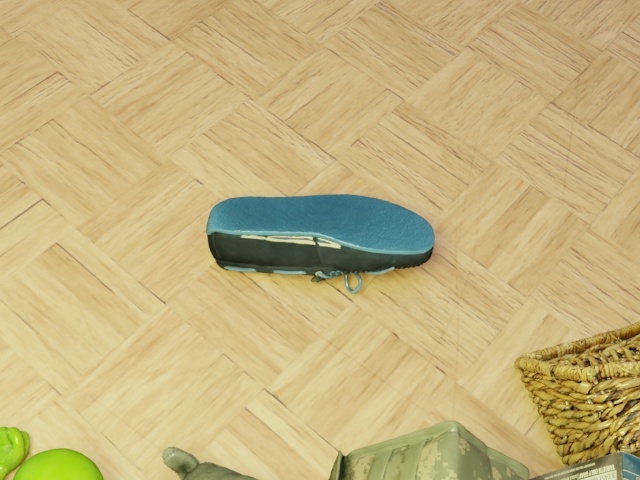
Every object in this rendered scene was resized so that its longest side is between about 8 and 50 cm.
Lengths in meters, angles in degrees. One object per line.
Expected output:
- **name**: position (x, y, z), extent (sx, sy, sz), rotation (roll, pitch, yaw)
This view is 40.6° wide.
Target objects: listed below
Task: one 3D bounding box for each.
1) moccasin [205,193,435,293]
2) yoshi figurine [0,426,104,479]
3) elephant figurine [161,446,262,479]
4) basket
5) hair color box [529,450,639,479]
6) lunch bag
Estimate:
- **moccasin**: position (0.000, 0.000, 1.327), extent (0.342, 0.117, 0.138), rotation (7, 43, 3)
- **yoshi figurine**: position (-0.403, 0.288, 1.029), extent (0.362, 0.203, 0.203), rotation (22, 49, 4)
- **elephant figurine**: position (-0.118, 0.400, 1.020), extent (0.186, 0.169, 0.239), rotation (9, 67, 34)
- **basket**: position (0.458, 0.182, 1.195), extent (0.299, 0.213, 0.223), rotation (-11, 59, -15)
- **hair color box**: position (0.329, 0.442, 1.012), extent (0.105, 0.174, 0.347), rotation (26, 52, -21)
- **lunch bag**: position (0.082, 0.365, 0.995), extent (0.169, 0.287, 0.235), rotation (35, 47, -27)
